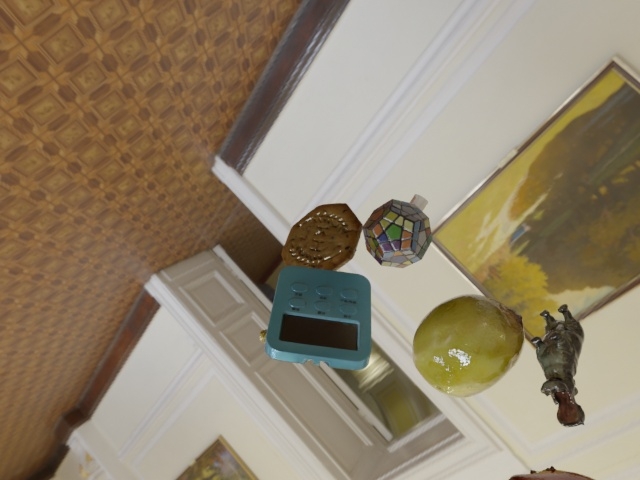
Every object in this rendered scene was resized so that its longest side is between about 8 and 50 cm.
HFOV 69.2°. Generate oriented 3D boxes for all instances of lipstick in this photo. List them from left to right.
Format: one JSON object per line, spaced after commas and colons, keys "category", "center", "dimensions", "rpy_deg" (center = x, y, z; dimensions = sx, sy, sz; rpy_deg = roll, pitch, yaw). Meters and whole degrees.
{"category": "lipstick", "center": [0.205, -0.046, 1.103], "dimensions": [0.131, 0.038, 0.038], "rpy_deg": [-57, 172, -3]}

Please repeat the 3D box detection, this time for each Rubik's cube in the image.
{"category": "Rubik's cube", "center": [0.121, -0.010, 0.733], "dimensions": [0.111, 0.111, 0.093], "rpy_deg": [-33, 149, -51]}

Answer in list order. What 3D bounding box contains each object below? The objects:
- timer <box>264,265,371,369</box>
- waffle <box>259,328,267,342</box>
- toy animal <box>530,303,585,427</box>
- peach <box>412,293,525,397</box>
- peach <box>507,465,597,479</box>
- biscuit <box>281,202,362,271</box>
{"category": "timer", "center": [0.002, 0.172, 1.055], "dimensions": [0.250, 0.231, 0.091], "rpy_deg": [-86, -176, -58]}
{"category": "waffle", "center": [-0.086, 0.334, 1.665], "dimensions": [0.253, 0.056, 0.249], "rpy_deg": [-13, 160, 19]}
{"category": "toy animal", "center": [0.681, 0.344, 1.328], "dimensions": [0.106, 0.168, 0.343], "rpy_deg": [-30, -157, 45]}
{"category": "peach", "center": [0.445, 0.314, 1.415], "dimensions": [0.314, 0.282, 0.316], "rpy_deg": [-12, 153, -38]}
{"category": "peach", "center": [0.663, 0.736, 1.187], "dimensions": [0.258, 0.361, 0.201], "rpy_deg": [-58, 179, -5]}
{"category": "biscuit", "center": [0.000, -0.001, 1.781], "dimensions": [0.359, 0.359, 0.046], "rpy_deg": [-44, 134, -2]}
